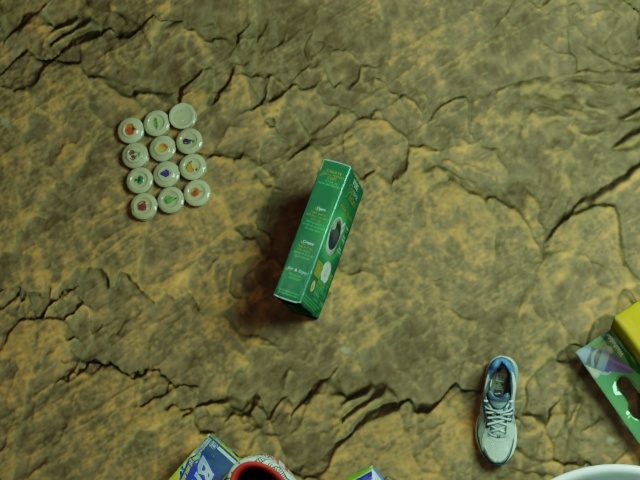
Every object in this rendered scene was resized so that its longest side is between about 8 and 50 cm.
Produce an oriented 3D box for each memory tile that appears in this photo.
[{"bbox_3d":[-0.208,-0.105,1.822,0.113,0.012,0.148,-13,74,5],"label":"memory tile"}]

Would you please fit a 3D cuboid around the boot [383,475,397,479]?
[{"bbox_3d":[0.118,0.356,1.638,0.084,0.059,0.158,-46,75,1],"label":"boot"}]

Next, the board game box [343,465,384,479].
[{"bbox_3d":[-0.068,0.409,1.451,0.347,0.233,0.078,-30,113,14],"label":"board game box"}]

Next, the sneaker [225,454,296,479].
[{"bbox_3d":[-0.020,0.369,1.608,0.090,0.145,0.270,-35,74,-1],"label":"sneaker"}]

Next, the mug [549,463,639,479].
[{"bbox_3d":[0.267,0.369,1.470,0.374,0.328,0.276,25,81,14],"label":"mug"}]

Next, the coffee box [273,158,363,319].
[{"bbox_3d":[0.000,0.000,1.715,0.040,0.113,0.184,17,81,15],"label":"coffee box"}]

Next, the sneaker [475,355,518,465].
[{"bbox_3d":[0.213,0.204,1.659,0.052,0.058,0.135,1,77,9],"label":"sneaker"}]

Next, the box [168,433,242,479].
[{"bbox_3d":[-0.168,0.320,1.687,0.054,0.059,0.169,39,85,14],"label":"box"}]

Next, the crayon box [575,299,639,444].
[{"bbox_3d":[0.490,0.119,1.602,0.323,0.083,0.203,-34,74,0],"label":"crayon box"}]
